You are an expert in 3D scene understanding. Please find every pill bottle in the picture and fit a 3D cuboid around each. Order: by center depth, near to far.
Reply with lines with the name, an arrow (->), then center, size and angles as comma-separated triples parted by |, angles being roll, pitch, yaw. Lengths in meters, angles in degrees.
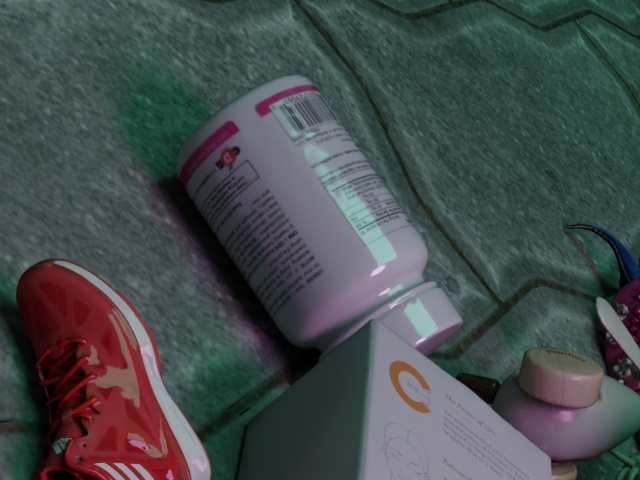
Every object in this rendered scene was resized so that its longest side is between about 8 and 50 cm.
pill bottle -> 0.000, 0.000, 1.465 | 0.283, 0.160, 0.160 | 56, 28, 12

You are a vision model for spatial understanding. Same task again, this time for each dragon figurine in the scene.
dragon figurine -> 0.436, 0.083, 2.089 | 0.289, 0.085, 0.144 | 53, 27, 4

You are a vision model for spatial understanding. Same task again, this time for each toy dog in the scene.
toy dog -> 0.270, 0.169, 1.661 | 0.161, 0.220, 0.333 | 29, 4, 37

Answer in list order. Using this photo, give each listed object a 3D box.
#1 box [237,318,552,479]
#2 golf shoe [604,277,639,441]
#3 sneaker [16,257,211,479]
box -> 0.053, 0.266, 1.198 | 0.215, 0.168, 0.345 | 39, 29, -19
golf shoe -> 0.446, 0.191, 1.963 | 0.140, 0.115, 0.306 | 34, 38, -45
sneaker -> -0.175, 0.115, 1.141 | 0.221, 0.087, 0.128 | 52, 26, 8
